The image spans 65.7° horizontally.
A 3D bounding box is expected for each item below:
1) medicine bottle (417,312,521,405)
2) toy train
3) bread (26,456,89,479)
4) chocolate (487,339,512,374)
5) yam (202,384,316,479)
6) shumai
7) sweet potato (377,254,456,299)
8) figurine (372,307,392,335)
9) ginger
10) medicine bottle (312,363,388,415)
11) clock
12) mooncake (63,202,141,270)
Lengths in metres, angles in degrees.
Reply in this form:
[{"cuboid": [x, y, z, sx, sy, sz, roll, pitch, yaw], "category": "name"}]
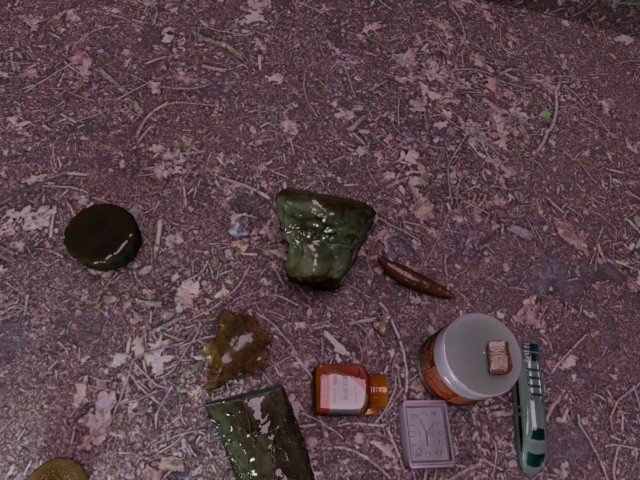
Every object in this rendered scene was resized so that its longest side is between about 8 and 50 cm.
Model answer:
[{"cuboid": [0.460, 0.379, 1.559, 0.253, 0.241, 0.252, 4, 65, -8], "category": "medicine bottle"}, {"cuboid": [0.681, 0.536, 1.605, 0.086, 0.088, 0.407, 8, 65, -6], "category": "toy train"}, {"cuboid": [-0.708, 0.635, 1.337, 0.157, 0.083, 0.094, -8, 64, -15], "category": "bread"}, {"cuboid": [0.517, 0.341, 1.435, 0.065, 0.031, 0.100, -5, 61, 8], "category": "chocolate"}, {"cuboid": [-0.161, 0.571, 1.375, 0.241, 0.241, 0.348, -20, 75, -18], "category": "yam"}, {"cuboid": [0.000, 0.000, 1.659, 0.324, 0.397, 0.323, 11, 93, 17], "category": "shumai"}, {"cuboid": [0.332, 0.143, 1.749, 0.314, 0.066, 0.072, 28, 71, 2], "category": "sweet potato"}, {"cuboid": [0.208, 0.276, 1.681, 0.051, 0.047, 0.083, 21, 70, 18], "category": "figurine"}, {"cuboid": [-0.268, 0.353, 1.525, 0.219, 0.123, 0.270, 20, 73, 4], "category": "ginger"}, {"cuboid": [0.089, 0.463, 1.530, 0.222, 0.112, 0.149, 3, 64, -7], "category": "medicine bottle"}, {"cuboid": [0.327, 0.598, 1.532, 0.150, 0.063, 0.197, 2, 64, -8], "category": "clock"}, {"cuboid": [-0.705, -0.006, 1.623, 0.228, 0.124, 0.228, 1, 65, -3], "category": "mooncake"}]
